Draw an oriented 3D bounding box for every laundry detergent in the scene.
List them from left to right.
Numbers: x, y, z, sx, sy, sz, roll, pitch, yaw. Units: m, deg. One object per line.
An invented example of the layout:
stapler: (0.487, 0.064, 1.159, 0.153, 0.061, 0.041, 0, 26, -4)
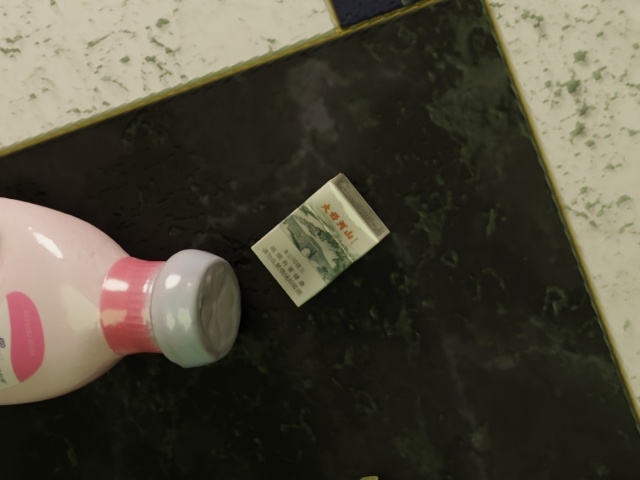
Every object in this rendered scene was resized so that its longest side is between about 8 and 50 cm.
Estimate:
laundry detergent: (-0.219, 0.043, 1.397, 0.335, 0.088, 0.159, 0, 107, 25)

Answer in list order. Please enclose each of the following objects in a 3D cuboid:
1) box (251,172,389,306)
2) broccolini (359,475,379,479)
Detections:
box: (0.000, 0.000, 1.311, 0.083, 0.024, 0.054, -40, 86, 31)
broccolini: (0.082, 0.286, 1.354, 0.071, 0.057, 0.254, -28, 99, -12)
